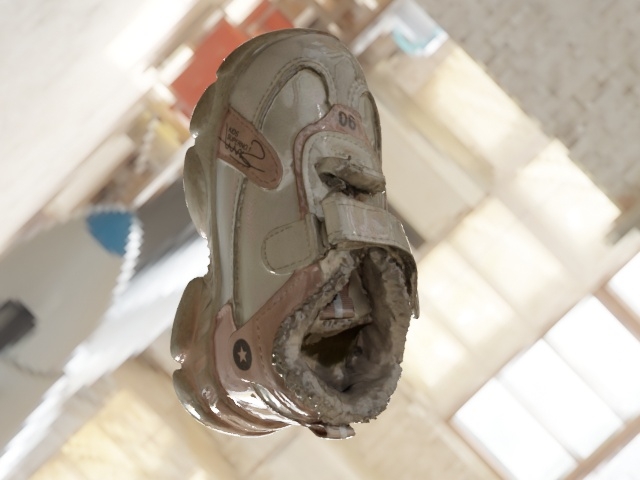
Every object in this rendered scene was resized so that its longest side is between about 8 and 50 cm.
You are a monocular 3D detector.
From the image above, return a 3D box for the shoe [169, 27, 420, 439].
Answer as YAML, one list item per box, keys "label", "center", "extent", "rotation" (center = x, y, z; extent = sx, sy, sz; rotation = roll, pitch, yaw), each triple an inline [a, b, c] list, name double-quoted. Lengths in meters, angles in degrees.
- label: "shoe"
  center: [0.002, -0.001, 1.495]
  extent: [0.172, 0.351, 0.198]
  rotation: [5, -179, -37]
